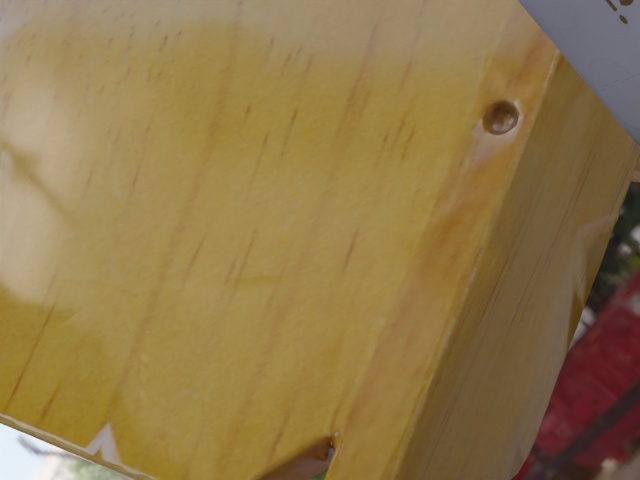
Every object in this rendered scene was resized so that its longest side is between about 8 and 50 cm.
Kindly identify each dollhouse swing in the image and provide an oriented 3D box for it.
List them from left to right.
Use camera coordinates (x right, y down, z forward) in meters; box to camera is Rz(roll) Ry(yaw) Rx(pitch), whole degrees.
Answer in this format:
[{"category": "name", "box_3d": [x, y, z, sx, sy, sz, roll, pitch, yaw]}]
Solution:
[{"category": "dollhouse swing", "box_3d": [0.000, 0.000, 0.692, 0.305, 0.347, 0.315, 42, -113, -54]}]

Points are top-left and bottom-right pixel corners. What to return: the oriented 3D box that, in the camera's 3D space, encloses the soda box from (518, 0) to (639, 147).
[{"category": "soda box", "box_3d": [0.110, -0.077, 0.250, 0.069, 0.074, 0.216, -41, 5, -8]}]
